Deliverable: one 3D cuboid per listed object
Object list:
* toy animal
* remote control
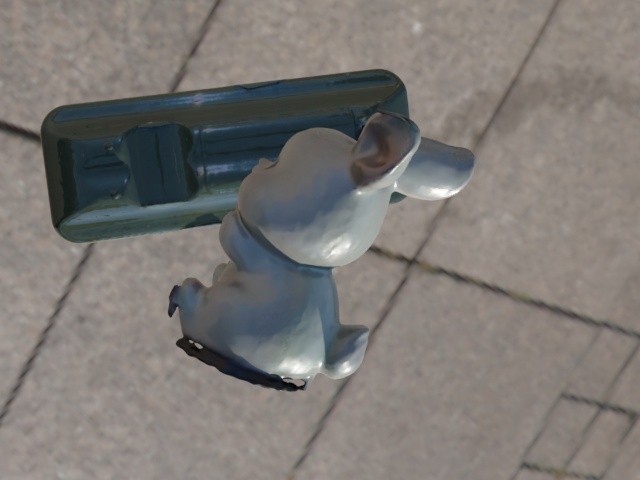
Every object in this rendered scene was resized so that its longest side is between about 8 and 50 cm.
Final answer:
[{"bbox_3d":[-0.005,-0.003,0.637,0.071,0.085,0.124,7,109,-62],"label":"toy animal"},{"bbox_3d":[-0.081,-0.077,1.419,0.335,0.065,0.128,-8,97,-8],"label":"remote control"}]
